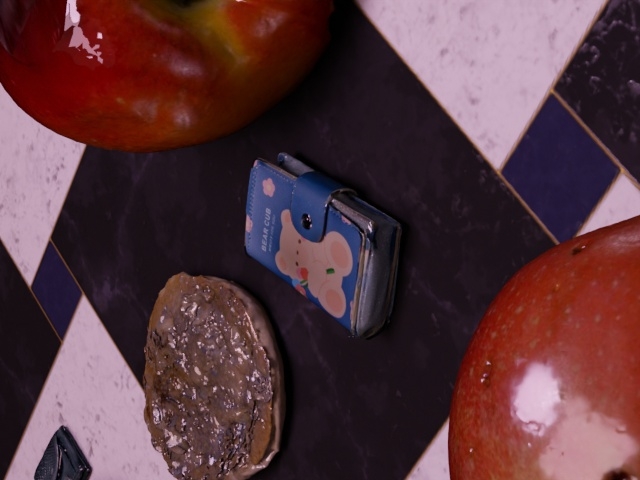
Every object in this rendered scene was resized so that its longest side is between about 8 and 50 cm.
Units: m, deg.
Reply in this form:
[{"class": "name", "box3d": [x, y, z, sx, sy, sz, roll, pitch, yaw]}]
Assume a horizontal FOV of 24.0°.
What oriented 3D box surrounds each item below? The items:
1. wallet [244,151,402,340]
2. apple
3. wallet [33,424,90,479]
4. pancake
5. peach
[{"class": "wallet", "box3d": [0.001, 0.000, 1.574, 0.202, 0.059, 0.141, 35, 131, 43]}, {"class": "apple", "box3d": [0.254, 0.125, 1.081, 0.348, 0.348, 0.277, -29, 71, 50]}, {"class": "wallet", "box3d": [-0.368, 0.330, 2.120, 0.088, 0.026, 0.129, 52, 133, 29]}, {"class": "pancake", "box3d": [-0.134, 0.167, 1.781, 0.282, 0.049, 0.282, 13, 107, 48]}, {"class": "peach", "box3d": [-0.193, -0.255, 1.560, 0.406, 0.310, 0.335, 11, 110, 49]}]
